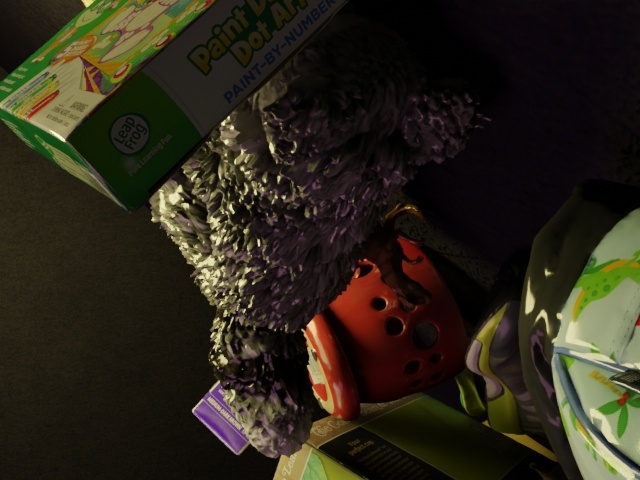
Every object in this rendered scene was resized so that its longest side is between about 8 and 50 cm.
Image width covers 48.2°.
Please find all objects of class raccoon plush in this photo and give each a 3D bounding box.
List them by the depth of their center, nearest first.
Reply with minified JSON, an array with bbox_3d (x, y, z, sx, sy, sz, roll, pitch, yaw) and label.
[{"bbox_3d":[0.015,0.019,0.617,0.299,0.216,0.446,19,131,60],"label":"raccoon plush"}]

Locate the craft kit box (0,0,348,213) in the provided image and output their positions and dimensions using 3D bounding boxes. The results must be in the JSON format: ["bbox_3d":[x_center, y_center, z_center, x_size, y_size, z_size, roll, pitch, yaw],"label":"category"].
[{"bbox_3d":[-0.087,-0.143,0.459,0.250,0.246,0.061,23,153,54],"label":"craft kit box"}]

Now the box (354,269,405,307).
[{"bbox_3d":[0.000,0.000,0.974,0.324,0.067,0.063,43,172,-29],"label":"box"}]

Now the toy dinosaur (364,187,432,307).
[{"bbox_3d":[0.047,-0.014,0.766,0.211,0.112,0.064,41,173,38],"label":"toy dinosaur"}]

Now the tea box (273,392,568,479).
[{"bbox_3d":[0.140,0.366,0.885,0.323,0.220,0.329,25,-167,30],"label":"tea box"}]

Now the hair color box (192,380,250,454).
[{"bbox_3d":[-0.058,0.187,1.196,0.110,0.339,0.185,44,167,2],"label":"hair color box"}]

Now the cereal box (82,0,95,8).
[{"bbox_3d":[-0.199,-0.228,0.944,0.240,0.047,0.173,39,166,15],"label":"cereal box"}]

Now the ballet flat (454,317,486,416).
[{"bbox_3d":[0.224,0.186,0.977,0.077,0.077,0.231,13,149,36],"label":"ballet flat"}]

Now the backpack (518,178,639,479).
[{"bbox_3d":[0.274,0.122,0.322,0.355,0.273,0.290,-1,130,53],"label":"backpack"}]

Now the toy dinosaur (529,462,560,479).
[{"bbox_3d":[0.269,0.220,0.660,0.127,0.296,0.200,8,-161,5],"label":"toy dinosaur"}]

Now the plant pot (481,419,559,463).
[{"bbox_3d":[0.314,0.433,1.220,0.212,0.187,0.212,30,161,43],"label":"plant pot"}]

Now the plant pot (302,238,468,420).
[{"bbox_3d":[0.058,0.110,0.877,0.191,0.174,0.191,59,162,32],"label":"plant pot"}]

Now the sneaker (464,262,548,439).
[{"bbox_3d":[0.232,0.125,0.737,0.121,0.111,0.300,12,153,30],"label":"sneaker"}]
